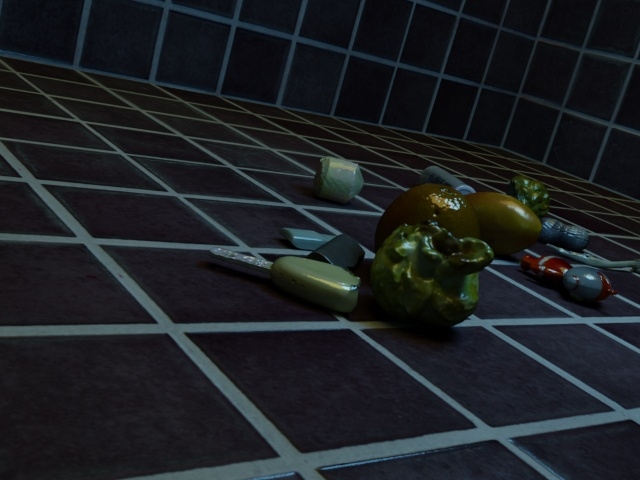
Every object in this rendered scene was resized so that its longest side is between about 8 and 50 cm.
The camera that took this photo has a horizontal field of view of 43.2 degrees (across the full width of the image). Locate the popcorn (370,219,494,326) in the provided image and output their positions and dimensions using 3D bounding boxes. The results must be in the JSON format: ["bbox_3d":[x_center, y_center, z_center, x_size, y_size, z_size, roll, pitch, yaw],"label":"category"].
[{"bbox_3d":[0.186,0.049,1.321,0.197,0.212,0.198,17,51,-22],"label":"popcorn"}]

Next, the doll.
[{"bbox_3d":[0.557,0.082,1.791,0.142,0.076,0.245,5,15,-33],"label":"doll"}]

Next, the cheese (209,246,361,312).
[{"bbox_3d":[-0.057,0.051,1.323,0.255,0.050,0.127,17,15,5],"label":"cheese"}]

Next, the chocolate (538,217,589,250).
[{"bbox_3d":[0.674,-0.018,2.272,0.166,0.072,0.072,18,15,1],"label":"chocolate"}]

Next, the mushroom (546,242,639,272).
[{"bbox_3d":[0.751,0.052,2.173,0.306,0.043,0.068,10,-1,-17],"label":"mushroom"}]

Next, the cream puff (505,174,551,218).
[{"bbox_3d":[0.672,-0.139,2.608,0.156,0.121,0.156,17,9,-3],"label":"cream puff"}]

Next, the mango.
[{"bbox_3d":[0.420,-0.041,1.972,0.252,0.154,0.126,11,16,40],"label":"mango"}]

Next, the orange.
[{"bbox_3d":[0.200,-0.006,1.505,0.206,0.206,0.206,15,15,-4],"label":"orange"}]

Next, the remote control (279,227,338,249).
[{"bbox_3d":[0.000,0.000,1.604,0.162,0.029,0.061,6,20,-34],"label":"remote control"}]

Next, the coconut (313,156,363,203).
[{"bbox_3d":[0.050,-0.152,2.046,0.122,0.116,0.116,12,15,-12],"label":"coconut"}]

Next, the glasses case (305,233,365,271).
[{"bbox_3d":[0.030,0.032,1.489,0.072,0.042,0.190,36,18,8],"label":"glasses case"}]

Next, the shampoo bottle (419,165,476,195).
[{"bbox_3d":[0.372,-0.161,2.442,0.092,0.092,0.303,11,15,-17],"label":"shampoo bottle"}]
